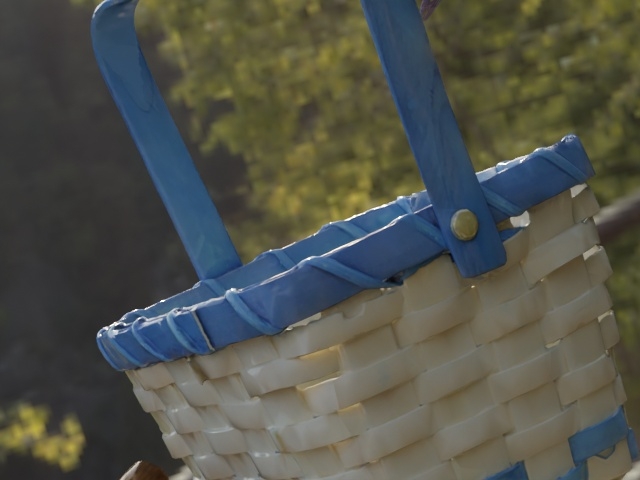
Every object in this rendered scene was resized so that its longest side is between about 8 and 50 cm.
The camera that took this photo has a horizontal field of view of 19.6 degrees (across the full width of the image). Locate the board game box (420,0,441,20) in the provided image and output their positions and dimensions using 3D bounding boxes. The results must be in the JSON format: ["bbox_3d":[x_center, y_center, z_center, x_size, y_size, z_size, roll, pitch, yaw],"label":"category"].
[{"bbox_3d":[0.110,-0.176,0.936,0.168,0.033,0.133,-54,-6,-32],"label":"board game box"}]

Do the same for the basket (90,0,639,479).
[{"bbox_3d":[0.000,0.000,0.839,0.201,0.289,0.255,-29,8,-26],"label":"basket"}]

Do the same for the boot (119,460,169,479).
[{"bbox_3d":[-0.117,0.186,0.692,0.096,0.264,0.280,23,42,13],"label":"boot"}]
